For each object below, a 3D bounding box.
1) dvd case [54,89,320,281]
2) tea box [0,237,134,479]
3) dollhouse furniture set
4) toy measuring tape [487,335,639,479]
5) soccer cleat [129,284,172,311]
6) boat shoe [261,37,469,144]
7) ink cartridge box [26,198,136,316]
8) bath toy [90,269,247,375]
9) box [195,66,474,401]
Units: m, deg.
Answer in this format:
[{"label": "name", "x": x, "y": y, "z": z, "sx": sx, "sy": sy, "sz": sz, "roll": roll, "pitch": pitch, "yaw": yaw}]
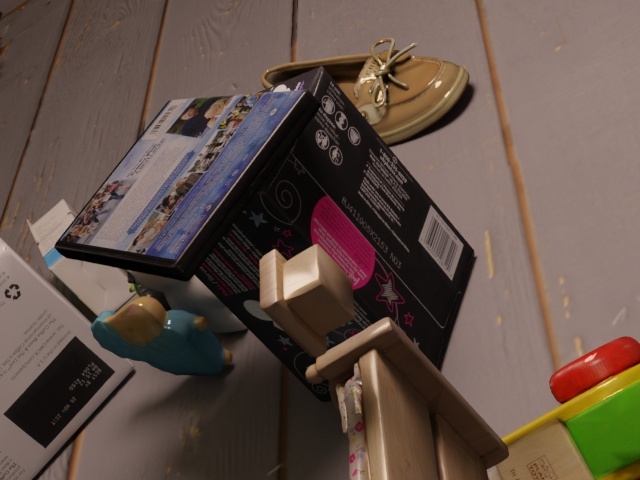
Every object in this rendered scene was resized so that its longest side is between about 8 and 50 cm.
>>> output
[{"label": "dvd case", "x": -0.119, "y": -0.050, "z": 1.080, "sx": 0.180, "sy": 0.022, "sz": 0.253, "roll": -55, "pitch": 28, "yaw": -17}, {"label": "tea box", "x": -0.445, "y": 0.154, "z": 1.486, "sx": 0.329, "sy": 0.220, "sz": 0.323, "roll": -48, "pitch": 30, "yaw": -11}, {"label": "dollhouse furniture set", "x": 0.032, "y": 0.237, "z": 0.687, "sx": 0.173, "sy": 0.355, "sz": 0.303, "roll": -31, "pitch": 32, "yaw": 19}, {"label": "toy measuring tape", "x": 0.173, "y": 0.155, "z": 0.912, "sx": 0.330, "sy": 0.121, "sz": 0.121, "roll": -40, "pitch": 24, "yaw": 41}, {"label": "soccer cleat", "x": -0.181, "y": 0.035, "z": 1.501, "sx": 0.072, "sy": 0.060, "sz": 0.179, "roll": -34, "pitch": 28, "yaw": 10}, {"label": "boat shoe", "x": 0.043, "y": -0.171, "z": 1.479, "sx": 0.285, "sy": 0.089, "sz": 0.105, "roll": -6, "pitch": 45, "yaw": 45}, {"label": "ink cartridge box", "x": -0.303, "y": 0.016, "z": 1.620, "sx": 0.060, "sy": 0.104, "sz": 0.180, "roll": -42, "pitch": 30, "yaw": -2}, {"label": "bath toy", "x": -0.127, "y": -0.016, "z": 1.408, "sx": 0.129, "sy": 0.151, "sz": 0.348, "roll": -3, "pitch": 43, "yaw": 26}, {"label": "box", "x": 0.000, "y": 0.000, "z": 1.144, "sx": 0.142, "sy": 0.247, "sz": 0.163, "roll": -16, "pitch": 38, "yaw": 38}]
